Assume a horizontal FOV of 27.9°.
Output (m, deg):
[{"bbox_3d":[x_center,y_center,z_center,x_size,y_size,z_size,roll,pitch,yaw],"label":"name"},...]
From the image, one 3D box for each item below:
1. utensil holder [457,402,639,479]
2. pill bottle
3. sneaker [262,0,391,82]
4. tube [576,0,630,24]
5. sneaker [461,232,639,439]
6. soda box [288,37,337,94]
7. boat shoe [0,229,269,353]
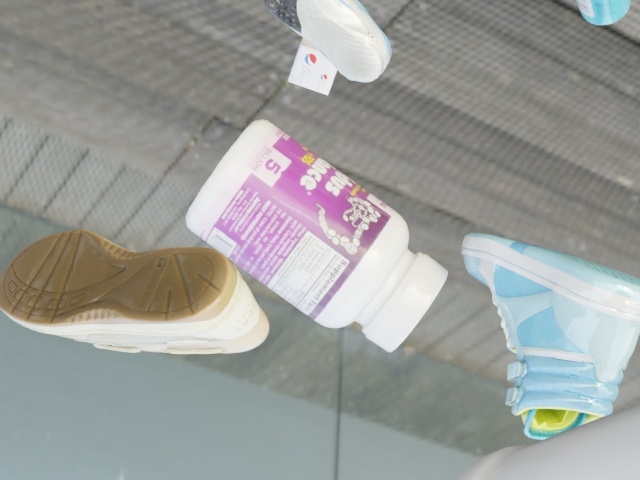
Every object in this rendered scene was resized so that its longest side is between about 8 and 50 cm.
[{"bbox_3d":[0.344,0.275,1.068,0.327,0.328,0.385,31,136,-33],"label":"utensil holder"},{"bbox_3d":[0.000,0.000,1.573,0.301,0.169,0.169,36,140,-1],"label":"pill bottle"},{"bbox_3d":[-0.002,-0.303,1.654,0.085,0.086,0.237,-35,108,31],"label":"sneaker"},{"bbox_3d":[0.259,-0.288,1.260,0.080,0.052,0.207,17,164,29],"label":"tube"},{"bbox_3d":[0.239,0.110,1.488,0.127,0.208,0.319,12,-174,-24],"label":"sneaker"},{"bbox_3d":[0.000,-0.320,2.194,0.074,0.216,0.069,19,115,-2],"label":"soda box"},{"bbox_3d":[-0.184,0.060,1.217,0.302,0.109,0.098,1,147,35],"label":"boat shoe"}]
